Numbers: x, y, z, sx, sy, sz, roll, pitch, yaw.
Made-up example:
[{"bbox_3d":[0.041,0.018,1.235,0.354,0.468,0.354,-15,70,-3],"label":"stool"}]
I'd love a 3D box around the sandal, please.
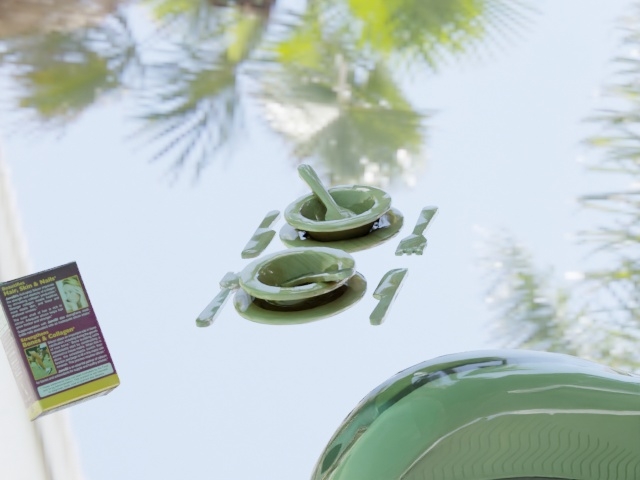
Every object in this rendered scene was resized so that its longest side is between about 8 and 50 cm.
[{"bbox_3d":[0.139,0.095,0.578,0.086,0.302,0.120,41,-52,54],"label":"sandal"}]

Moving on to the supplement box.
[{"bbox_3d":[-0.165,0.062,1.072,0.083,0.055,0.043,70,-23,7],"label":"supplement box"}]

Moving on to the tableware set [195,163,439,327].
[{"bbox_3d":[0.000,0.000,1.145,0.128,0.194,0.039,-2,-67,16],"label":"tableware set"}]
